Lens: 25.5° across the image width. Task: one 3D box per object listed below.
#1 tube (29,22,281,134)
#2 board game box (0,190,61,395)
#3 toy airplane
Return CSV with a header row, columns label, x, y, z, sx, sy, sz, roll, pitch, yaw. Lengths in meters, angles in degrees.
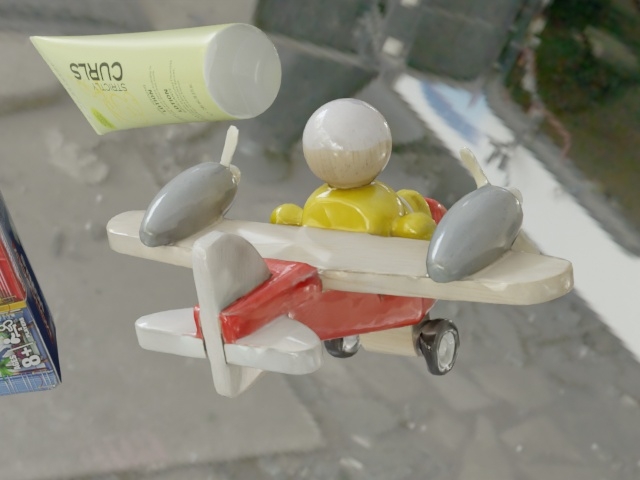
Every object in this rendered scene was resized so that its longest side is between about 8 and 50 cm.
label,x,y,z,sx,sy,sz,roll,pitch,yaw
tube,-0.121,-0.110,0.979,0.062,0.070,0.240,1,3,-38
board game box,-0.219,-0.006,0.511,0.194,0.194,0.060,-20,28,-5
toy airplane,0.000,0.000,1.336,0.386,0.272,0.384,4,4,-12
